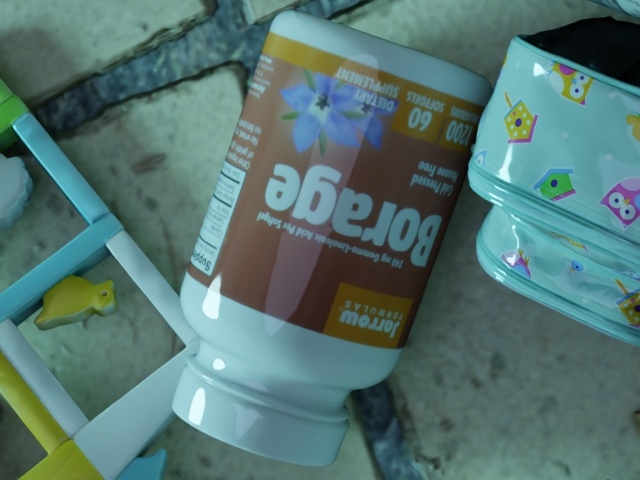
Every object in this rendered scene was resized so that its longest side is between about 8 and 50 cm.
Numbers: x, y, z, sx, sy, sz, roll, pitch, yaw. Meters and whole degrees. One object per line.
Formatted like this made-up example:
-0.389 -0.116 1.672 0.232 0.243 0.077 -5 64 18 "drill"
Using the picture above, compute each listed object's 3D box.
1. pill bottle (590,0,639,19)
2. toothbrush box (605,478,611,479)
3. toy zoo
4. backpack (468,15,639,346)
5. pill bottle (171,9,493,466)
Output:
0.189 -0.168 0.821 0.278 0.162 0.162 28 98 35 "pill bottle"
0.189 0.283 0.878 0.283 0.122 0.206 35 100 13 "toothbrush box"
-0.188 0.046 1.011 0.192 0.030 0.293 -38 78 -9 "toy zoo"
0.151 -0.029 0.856 0.166 0.188 0.144 27 98 15 "backpack"
0.000 0.000 0.939 0.121 0.121 0.216 21 96 17 "pill bottle"
